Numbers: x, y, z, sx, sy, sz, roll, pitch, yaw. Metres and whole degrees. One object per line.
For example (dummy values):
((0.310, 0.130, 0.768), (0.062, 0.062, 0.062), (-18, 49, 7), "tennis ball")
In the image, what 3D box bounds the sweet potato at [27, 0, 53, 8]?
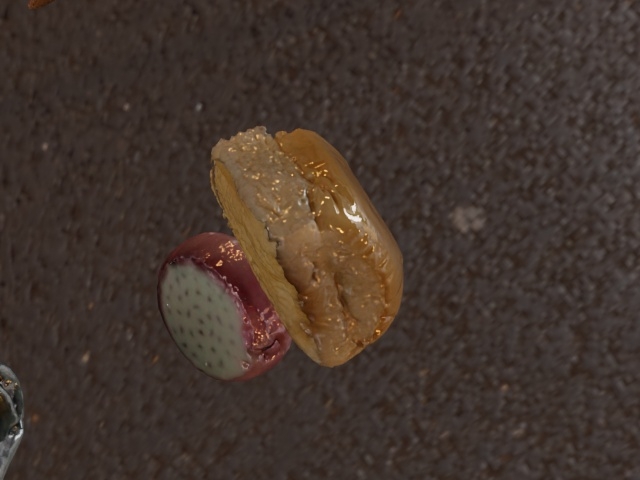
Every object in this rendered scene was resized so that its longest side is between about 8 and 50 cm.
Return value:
((-0.191, -0.209, 1.192), (0.034, 0.095, 0.034), (29, 26, -16), "sweet potato")

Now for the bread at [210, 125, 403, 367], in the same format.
((-0.001, 0.000, 0.893), (0.082, 0.125, 0.106), (-31, 40, -11), "bread")

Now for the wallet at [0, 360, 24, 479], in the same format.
((-0.239, 0.158, 0.482), (0.251, 0.054, 0.290), (-5, 48, 24), "wallet")

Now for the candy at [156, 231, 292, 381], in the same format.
((-0.064, 0.045, 1.045), (0.043, 0.103, 0.103), (-30, 81, -37), "candy")
